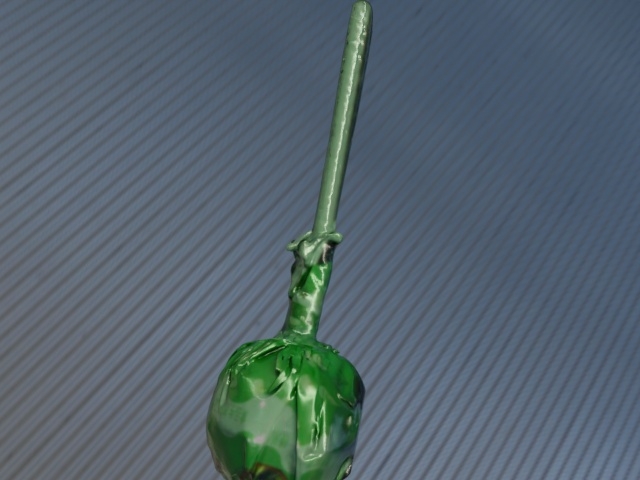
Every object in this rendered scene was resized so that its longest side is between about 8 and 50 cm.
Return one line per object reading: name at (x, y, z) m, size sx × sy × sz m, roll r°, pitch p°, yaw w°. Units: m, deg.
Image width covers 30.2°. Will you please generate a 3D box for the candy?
candy at (-0.002, -0.001, 0.737) m, size 0.097 × 0.097 × 0.323 m, roll 16°, pitch 75°, yaw -21°
